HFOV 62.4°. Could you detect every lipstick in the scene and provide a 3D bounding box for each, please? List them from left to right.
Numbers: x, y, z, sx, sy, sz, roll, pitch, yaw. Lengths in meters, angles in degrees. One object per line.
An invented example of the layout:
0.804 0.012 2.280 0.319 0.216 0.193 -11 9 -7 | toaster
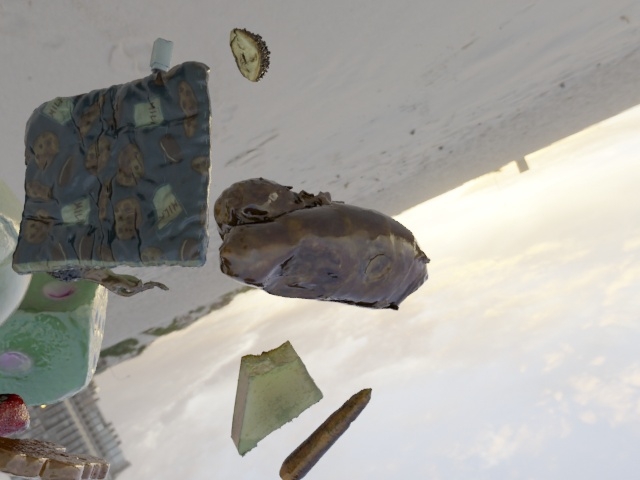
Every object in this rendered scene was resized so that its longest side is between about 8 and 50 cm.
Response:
-0.245 -0.251 0.799 0.025 0.107 0.025 14 167 -36 | lipstick

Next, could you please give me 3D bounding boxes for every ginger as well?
0.000 0.000 0.926 0.419 0.176 0.254 9 -151 -29 | ginger

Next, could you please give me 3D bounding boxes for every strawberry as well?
-0.690 0.387 1.157 0.106 0.106 0.106 -24 -175 2 | strawberry

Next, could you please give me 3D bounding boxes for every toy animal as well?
-0.374 0.050 0.942 0.220 0.086 0.069 16 -174 -1 | toy animal

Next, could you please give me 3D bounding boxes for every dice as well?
-0.727 0.198 1.345 0.323 0.318 0.330 6 -150 -18 | dice

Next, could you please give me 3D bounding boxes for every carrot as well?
0.016 0.468 1.286 0.314 0.066 0.066 -49 -178 7 | carrot

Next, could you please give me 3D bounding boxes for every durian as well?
-0.134 -0.369 1.041 0.066 0.130 0.052 -26 168 21 | durian

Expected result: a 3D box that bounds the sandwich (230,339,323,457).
-0.108 0.283 0.979 0.193 0.162 0.058 -34 -150 -12 | sandwich

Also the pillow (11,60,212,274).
-0.206 -0.063 0.512 0.256 0.188 0.034 -4 171 28 | pillow

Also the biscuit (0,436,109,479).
-0.476 0.368 0.884 0.186 0.044 0.295 11 158 9 | biscuit

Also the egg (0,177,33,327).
-0.567 0.008 0.753 0.278 0.278 0.336 -29 152 -36 | egg
